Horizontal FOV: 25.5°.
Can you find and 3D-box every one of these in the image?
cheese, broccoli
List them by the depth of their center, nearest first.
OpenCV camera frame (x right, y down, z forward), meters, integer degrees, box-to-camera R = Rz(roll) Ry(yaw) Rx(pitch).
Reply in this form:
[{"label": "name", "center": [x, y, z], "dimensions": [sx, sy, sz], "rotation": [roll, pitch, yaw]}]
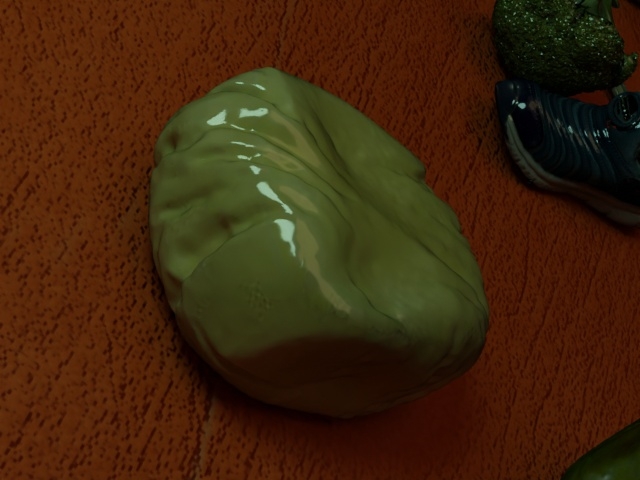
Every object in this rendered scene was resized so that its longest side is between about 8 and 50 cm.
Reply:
[{"label": "cheese", "center": [0.000, 0.000, 0.875], "dimensions": [0.226, 0.117, 0.214], "rotation": [14, 49, -44]}, {"label": "broccoli", "center": [0.207, -0.180, 1.198], "dimensions": [0.131, 0.120, 0.130], "rotation": [32, -3, 39]}]

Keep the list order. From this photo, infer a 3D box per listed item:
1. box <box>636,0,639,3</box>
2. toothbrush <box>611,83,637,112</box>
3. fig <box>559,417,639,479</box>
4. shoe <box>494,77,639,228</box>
[{"label": "box", "center": [0.435, -0.339, 1.488], "dimensions": [0.297, 0.190, 0.225], "rotation": [25, 48, -30]}, {"label": "toothbrush", "center": [0.257, -0.203, 1.341], "dimensions": [0.026, 0.028, 0.294], "rotation": [-2, 68, -44]}, {"label": "fig", "center": [0.251, 0.205, 0.935], "dimensions": [0.233, 0.167, 0.167], "rotation": [58, 33, -31]}, {"label": "shoe", "center": [0.232, -0.087, 1.167], "dimensions": [0.207, 0.106, 0.091], "rotation": [20, 47, -26]}]
